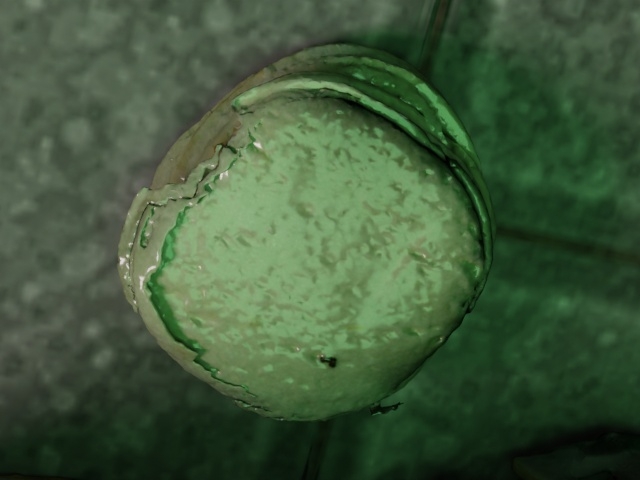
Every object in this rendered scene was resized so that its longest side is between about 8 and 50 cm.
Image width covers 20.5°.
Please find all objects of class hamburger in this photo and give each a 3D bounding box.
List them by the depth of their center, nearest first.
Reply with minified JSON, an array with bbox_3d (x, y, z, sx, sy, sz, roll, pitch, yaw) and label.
[{"bbox_3d":[0.000,0.000,0.662,0.140,0.062,0.133,-34,110,1],"label":"hamburger"}]

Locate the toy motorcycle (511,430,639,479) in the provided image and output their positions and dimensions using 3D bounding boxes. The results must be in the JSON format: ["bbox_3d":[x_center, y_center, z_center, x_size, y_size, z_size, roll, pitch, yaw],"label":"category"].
[{"bbox_3d":[0.137,0.136,0.699,0.229,0.130,0.094,5,102,-15],"label":"toy motorcycle"}]

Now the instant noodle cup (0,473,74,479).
[{"bbox_3d":[-0.092,0.231,0.592,0.326,0.325,0.254,6,95,-15],"label":"instant noodle cup"}]
